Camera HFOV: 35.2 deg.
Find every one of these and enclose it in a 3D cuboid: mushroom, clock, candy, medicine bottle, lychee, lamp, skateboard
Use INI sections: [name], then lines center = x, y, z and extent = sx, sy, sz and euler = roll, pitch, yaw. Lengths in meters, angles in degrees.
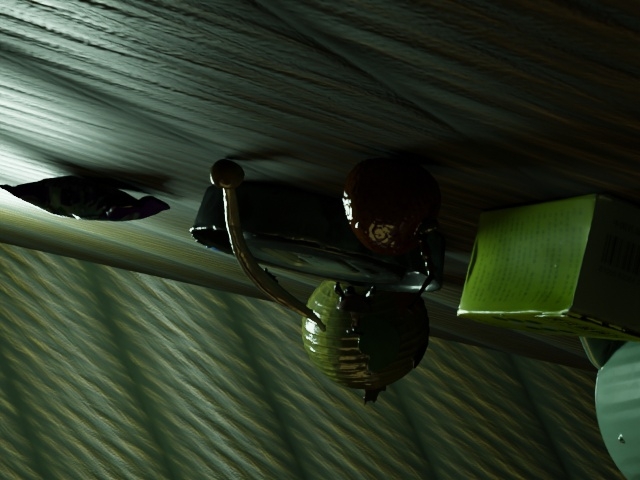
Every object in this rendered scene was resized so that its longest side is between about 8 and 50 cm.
[mushroom]
center = -0.078, 0.018, 1.336
extent = 0.068, 0.043, 0.306
euler = 10, 138, 41
[clock]
center = 0.000, 0.000, 1.513
extent = 0.386, 0.076, 0.386
euler = 12, 172, 2
[candy]
center = -0.390, -0.068, 1.684
extent = 0.275, 0.070, 0.145
euler = 7, 179, 22
[medicine bottle]
center = 0.279, 0.036, 1.124
extent = 0.137, 0.141, 0.250
euler = 19, 170, -18
[lychee]
center = 0.083, -0.025, 1.063
extent = 0.140, 0.114, 0.101
euler = 40, -159, 0
[lamp]
center = 0.090, 0.191, 1.939
extent = 0.250, 0.284, 0.250
euler = -8, -163, 2
[skateboard]
center = 0.059, 0.114, 1.646
extent = 0.067, 0.080, 0.151
euler = 5, 173, 7

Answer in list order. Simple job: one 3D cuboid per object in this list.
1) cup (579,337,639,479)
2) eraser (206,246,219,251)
[cup]
center = 0.488, 0.177, 1.217
extent = 0.401, 0.310, 0.392
euler = 10, 167, 3
[eraser]
center = -0.195, 0.006, 2.012
extent = 0.063, 0.027, 0.085
euler = 12, 172, -8
